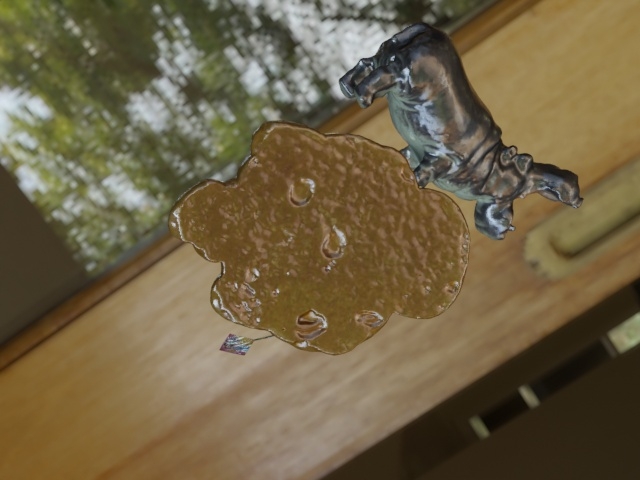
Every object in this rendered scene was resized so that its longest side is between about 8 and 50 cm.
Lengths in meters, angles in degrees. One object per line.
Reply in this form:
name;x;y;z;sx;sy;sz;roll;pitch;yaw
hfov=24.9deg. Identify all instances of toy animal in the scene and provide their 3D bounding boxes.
toy animal;0.164;-0.111;1.758;0.343;0.168;0.106;43;-178;-29

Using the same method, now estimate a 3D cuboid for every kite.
kite;-0.089;0.132;1.837;0.044;0.078;0.002;97;171;-46

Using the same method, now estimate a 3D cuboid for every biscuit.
biscuit;0.000;0.000;1.355;0.290;0.208;0.041;12;-174;-15
